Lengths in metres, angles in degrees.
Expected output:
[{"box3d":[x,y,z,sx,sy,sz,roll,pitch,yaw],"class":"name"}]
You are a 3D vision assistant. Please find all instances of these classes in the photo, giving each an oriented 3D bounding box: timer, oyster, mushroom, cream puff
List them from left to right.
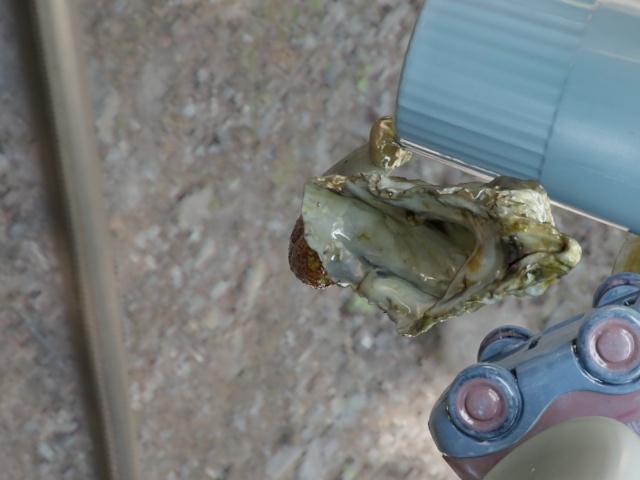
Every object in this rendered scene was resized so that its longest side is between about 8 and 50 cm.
[{"box3d":[0.000,0.000,2.144,0.084,0.149,0.149,16,118,-22],"class":"cream puff"},{"box3d":[0.052,-0.067,1.837,0.093,0.116,0.225,24,127,-19],"class":"mushroom"},{"box3d":[0.113,0.002,1.300,0.110,0.341,0.166,1,83,-43],"class":"oyster"},{"box3d":[0.183,0.244,1.197,0.233,0.240,0.233,-43,-167,13],"class":"timer"}]

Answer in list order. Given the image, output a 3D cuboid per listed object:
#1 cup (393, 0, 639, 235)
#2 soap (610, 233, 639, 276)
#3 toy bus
[{"box3d":[0.274,-0.200,1.580,0.257,0.311,0.331,73,37,-69],"class":"cup"},{"box3d":[0.458,0.174,1.662,0.335,0.156,0.293,59,37,-22],"class":"soap"},{"box3d":[0.267,0.180,1.395,0.294,0.232,0.197,-27,-179,17],"class":"toy bus"}]
